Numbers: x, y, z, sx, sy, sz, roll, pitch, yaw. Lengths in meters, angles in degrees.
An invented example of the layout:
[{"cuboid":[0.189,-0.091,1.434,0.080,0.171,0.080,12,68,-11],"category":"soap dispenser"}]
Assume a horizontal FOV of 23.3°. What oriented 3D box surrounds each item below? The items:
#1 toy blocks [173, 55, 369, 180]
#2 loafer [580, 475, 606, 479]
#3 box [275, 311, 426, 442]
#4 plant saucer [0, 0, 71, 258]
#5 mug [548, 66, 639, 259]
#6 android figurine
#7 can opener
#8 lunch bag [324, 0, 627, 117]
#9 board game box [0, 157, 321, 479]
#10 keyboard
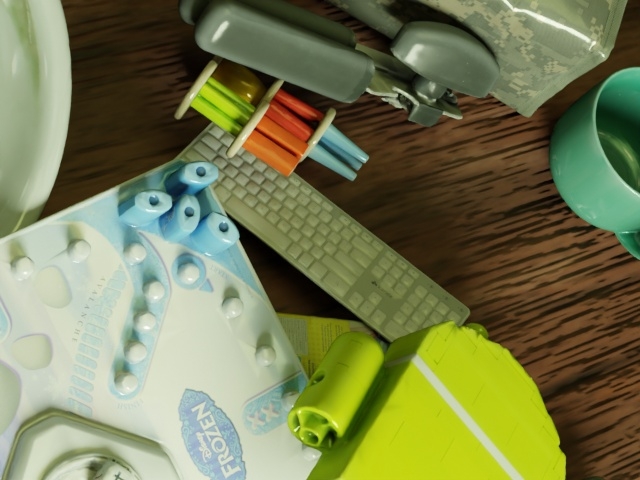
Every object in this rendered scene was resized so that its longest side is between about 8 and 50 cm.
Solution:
[{"cuboid":[-0.033,-0.087,1.214,0.148,0.054,0.123,34,23,-6],"category":"toy blocks"},{"cuboid":[0.198,0.306,1.180,0.087,0.094,0.251,-5,60,-2],"category":"loafer"},{"cuboid":[0.028,0.115,1.194,0.179,0.043,0.105,7,66,-21],"category":"box"},{"cuboid":[-0.363,-0.105,1.010,0.400,0.100,0.400,-7,103,-35],"category":"plant saucer"},{"cuboid":[0.260,-0.061,1.347,0.129,0.097,0.157,28,61,-14],"category":"mug"},{"cuboid":[0.084,0.170,1.105,0.248,0.056,0.273,48,46,-16],"category":"android figurine"},{"cuboid":[0.017,-0.159,1.248,0.280,0.093,0.074,12,32,-36],"category":"can opener"},{"cuboid":[0.154,-0.297,1.353,0.235,0.169,0.287,27,64,-13],"category":"lunch bag"},{"cuboid":[-0.151,0.183,1.031,0.390,0.050,0.390,-27,91,-29],"category":"board game box"},{"cuboid":[0.000,0.000,1.217,0.256,0.014,0.072,38,47,4],"category":"keyboard"}]
